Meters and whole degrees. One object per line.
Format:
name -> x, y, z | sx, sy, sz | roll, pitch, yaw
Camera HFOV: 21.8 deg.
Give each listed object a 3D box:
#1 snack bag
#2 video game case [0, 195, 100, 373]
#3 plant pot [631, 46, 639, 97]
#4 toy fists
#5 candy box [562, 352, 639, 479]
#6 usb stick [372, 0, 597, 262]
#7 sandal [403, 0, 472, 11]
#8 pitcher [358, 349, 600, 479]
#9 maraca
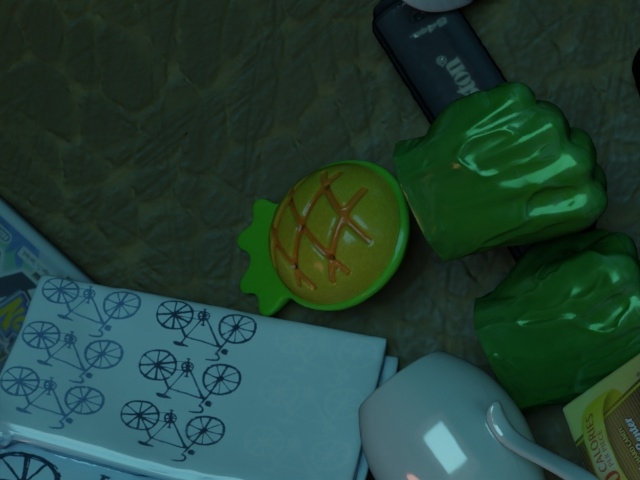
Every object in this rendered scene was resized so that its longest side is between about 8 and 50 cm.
snack bag -> -0.127, 0.187, 1.324 | 0.323, 0.037, 0.342 | 12, 51, 8
video game case -> -0.307, 0.143, 1.484 | 0.329, 0.036, 0.300 | 40, 91, 18
plant pot -> 0.352, -0.104, 1.294 | 0.188, 0.167, 0.187 | -15, 77, 10
toy fists -> 0.177, 0.004, 1.305 | 0.142, 0.096, 0.279 | -20, 109, 24
candy box -> 0.339, 0.126, 1.201 | 0.316, 0.087, 0.183 | -41, 49, 32
usb stick -> 0.137, -0.101, 1.411 | 0.077, 0.045, 0.278 | -33, 73, 7
sandal -> 0.155, -0.294, 1.423 | 0.265, 0.102, 0.076 | -37, 49, -12
pitcher -> 0.133, 0.178, 1.278 | 0.207, 0.125, 0.178 | 54, 138, 15
maraca -> 0.000, 0.000, 1.404 | 0.185, 0.099, 0.127 | -17, 67, 37
